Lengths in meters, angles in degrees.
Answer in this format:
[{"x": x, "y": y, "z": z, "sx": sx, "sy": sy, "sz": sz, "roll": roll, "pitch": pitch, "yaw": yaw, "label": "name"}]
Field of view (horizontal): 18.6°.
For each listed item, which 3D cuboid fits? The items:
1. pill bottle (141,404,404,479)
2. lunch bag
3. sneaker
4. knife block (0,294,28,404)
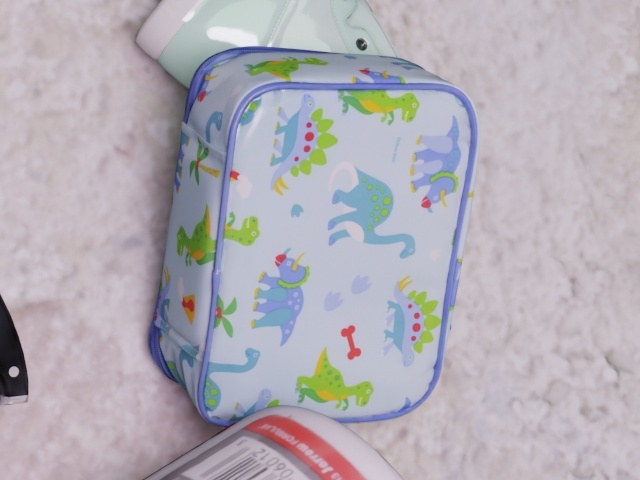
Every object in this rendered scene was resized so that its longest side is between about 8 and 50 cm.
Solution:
[{"x": -0.109, "y": 0.256, "z": 1.007, "sx": 0.363, "sy": 0.210, "sz": 0.210, "roll": -30, "pitch": 92, "yaw": -27, "label": "pill bottle"}, {"x": 0.000, "y": 0.000, "z": 1.141, "sx": 0.176, "sy": 0.090, "sz": 0.219, "roll": -2, "pitch": 111, "yaw": -26, "label": "lunch bag"}, {"x": 0.020, "y": -0.164, "z": 1.228, "sx": 0.151, "sy": 0.094, "sz": 0.256, "roll": 42, "pitch": 74, "yaw": -5, "label": "sneaker"}, {"x": -0.236, "y": -0.037, "z": 1.004, "sx": 0.088, "sy": 0.276, "sz": 0.242, "roll": -29, "pitch": 62, "yaw": -28, "label": "knife block"}]
